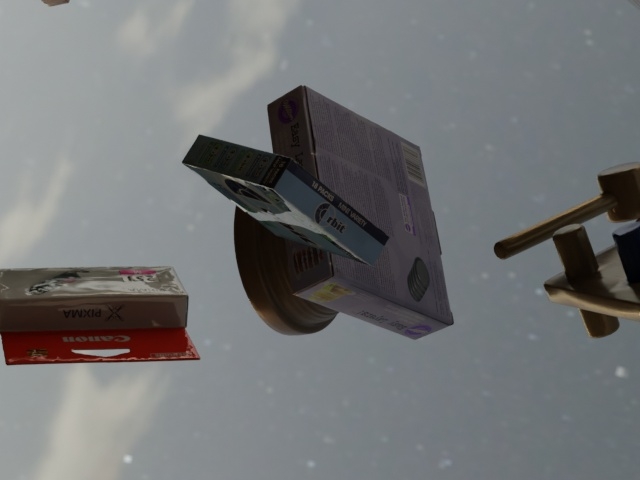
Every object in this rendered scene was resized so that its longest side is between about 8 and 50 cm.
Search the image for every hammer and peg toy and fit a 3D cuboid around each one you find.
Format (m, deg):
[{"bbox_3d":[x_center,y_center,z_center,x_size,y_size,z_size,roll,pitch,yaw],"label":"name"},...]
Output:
[{"bbox_3d":[0.366,0.014,1.753,0.361,0.266,0.127,11,-55,66],"label":"hammer and peg toy"}]

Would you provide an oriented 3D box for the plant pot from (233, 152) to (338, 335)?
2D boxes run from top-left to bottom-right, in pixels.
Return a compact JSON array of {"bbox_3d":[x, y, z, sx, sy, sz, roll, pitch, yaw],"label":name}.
[{"bbox_3d":[0.000,0.000,2.093,0.109,0.237,0.237,-5,-111,32],"label":"plant pot"}]

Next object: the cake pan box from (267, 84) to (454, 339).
[{"bbox_3d":[0.047,-0.035,1.984,0.070,0.245,0.267,-24,-118,30],"label":"cake pan box"}]

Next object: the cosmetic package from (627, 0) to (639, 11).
[{"bbox_3d":[0.430,-0.280,1.787,0.129,0.153,0.296,-52,-147,7],"label":"cosmetic package"}]

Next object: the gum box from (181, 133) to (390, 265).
[{"bbox_3d":[-0.038,-0.043,1.748,0.184,0.157,0.041,17,-107,53],"label":"gum box"}]

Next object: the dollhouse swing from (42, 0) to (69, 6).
[{"bbox_3d":[-0.453,-0.466,1.961,0.347,0.315,0.305,-101,-166,-49],"label":"dollhouse swing"}]

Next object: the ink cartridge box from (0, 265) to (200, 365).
[{"bbox_3d":[-0.321,0.102,2.344,0.239,0.275,0.060,-131,-137,-66],"label":"ink cartridge box"}]
